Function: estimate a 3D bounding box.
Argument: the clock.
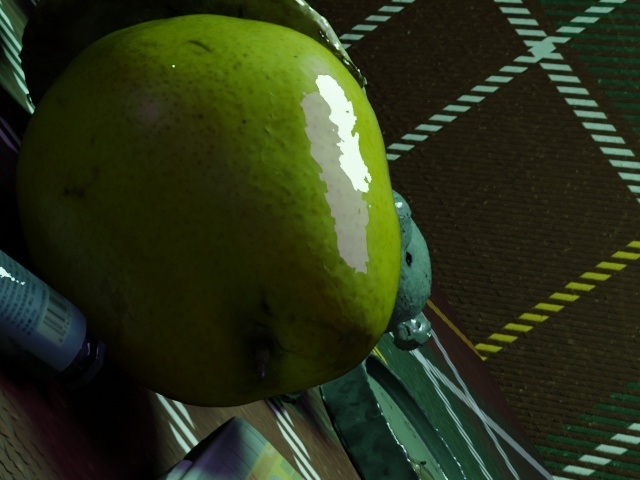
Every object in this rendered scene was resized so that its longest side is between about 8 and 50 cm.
[{"bbox_3d":[0.111,0.272,1.902,0.313,0.061,0.312,55,8,-12],"label":"clock"}]

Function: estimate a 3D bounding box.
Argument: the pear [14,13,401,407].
[{"bbox_3d":[-0.076,-0.028,1.181,0.285,0.285,0.336,51,-15,-30],"label":"pear"}]

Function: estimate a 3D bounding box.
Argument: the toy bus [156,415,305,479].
[{"bbox_3d":[-0.070,0.194,1.074,0.106,0.092,0.268,47,8,0],"label":"toy bus"}]

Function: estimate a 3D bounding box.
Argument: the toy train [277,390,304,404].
[{"bbox_3d":[-0.046,0.100,1.658,0.099,0.070,0.172,44,12,-21],"label":"toy train"}]

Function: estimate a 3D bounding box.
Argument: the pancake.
[{"bbox_3d":[-0.098,-0.099,1.395,0.356,0.356,0.065,54,43,-12],"label":"pancake"}]

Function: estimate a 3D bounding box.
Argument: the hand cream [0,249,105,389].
[{"bbox_3d":[-0.228,0.012,0.994,0.256,0.055,0.088,46,20,-39],"label":"hand cream"}]

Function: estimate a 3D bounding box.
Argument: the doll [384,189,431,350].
[{"bbox_3d":[0.007,-0.003,1.645,0.340,0.158,0.246,31,38,-50],"label":"doll"}]
